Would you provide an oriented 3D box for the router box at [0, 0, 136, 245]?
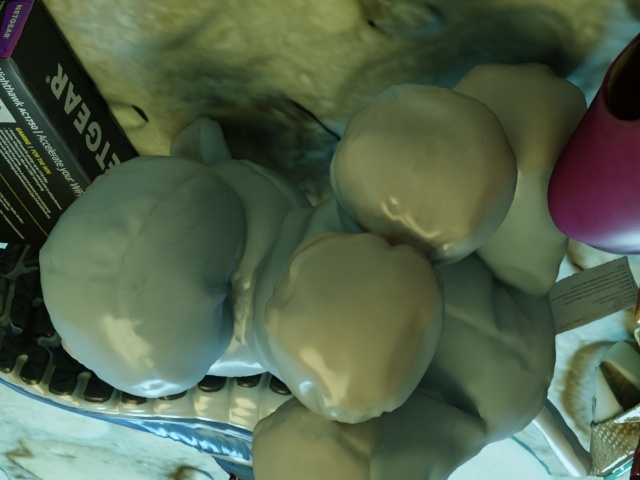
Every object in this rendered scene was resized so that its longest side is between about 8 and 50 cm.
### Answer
[{"bbox_3d":[-0.184,-0.062,1.046,0.133,0.046,0.179,4,148,23],"label":"router box"}]

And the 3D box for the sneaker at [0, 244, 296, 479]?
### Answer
[{"bbox_3d":[-0.067,0.093,1.152,0.330,0.129,0.147,15,146,6],"label":"sneaker"}]

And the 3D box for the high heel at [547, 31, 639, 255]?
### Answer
[{"bbox_3d":[0.146,-0.125,0.706,0.181,0.127,0.377,34,142,-8],"label":"high heel"}]

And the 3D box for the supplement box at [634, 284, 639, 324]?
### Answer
[{"bbox_3d":[0.276,0.027,0.904,0.233,0.080,0.078,14,153,2],"label":"supplement box"}]

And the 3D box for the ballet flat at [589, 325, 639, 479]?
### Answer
[{"bbox_3d":[0.195,0.075,1.059,0.067,0.073,0.206,48,145,4],"label":"ballet flat"}]

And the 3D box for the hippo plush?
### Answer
[{"bbox_3d":[0.000,0.000,0.947,0.237,0.234,0.294,22,-162,30],"label":"hippo plush"}]

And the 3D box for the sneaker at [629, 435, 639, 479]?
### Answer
[{"bbox_3d":[0.224,0.116,0.935,0.093,0.088,0.225,22,161,-16],"label":"sneaker"}]
